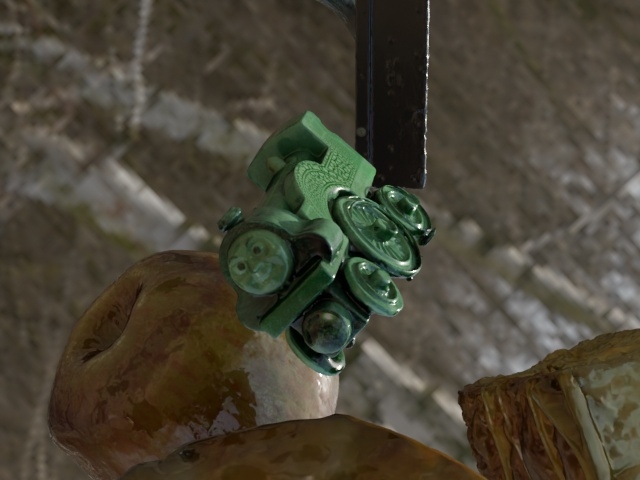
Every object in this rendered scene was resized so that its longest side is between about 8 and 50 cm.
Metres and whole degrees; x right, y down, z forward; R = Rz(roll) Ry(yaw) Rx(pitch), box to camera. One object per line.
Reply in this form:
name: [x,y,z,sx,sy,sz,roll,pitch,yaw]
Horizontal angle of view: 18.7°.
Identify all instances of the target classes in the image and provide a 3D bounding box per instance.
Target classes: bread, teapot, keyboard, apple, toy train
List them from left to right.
apple: [-0.095,0.112,1.480,0.211,0.188,0.211,-40,-152,27]
toy train: [0.000,0.000,1.036,0.071,0.104,0.178,-45,-172,22]
teapot: [0.037,-0.176,1.595,0.043,0.111,0.043,-46,-173,7]
keyboard: [0.055,-0.134,1.499,0.060,0.195,0.018,5,-163,17]
bread: [0.185,0.190,1.073,0.114,0.274,0.185,-23,179,-15]

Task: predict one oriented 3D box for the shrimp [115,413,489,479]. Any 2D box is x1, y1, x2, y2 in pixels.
shrimp: [-0.001,0.268,0.700,0.272,0.445,0.085,-11,151,-8]
